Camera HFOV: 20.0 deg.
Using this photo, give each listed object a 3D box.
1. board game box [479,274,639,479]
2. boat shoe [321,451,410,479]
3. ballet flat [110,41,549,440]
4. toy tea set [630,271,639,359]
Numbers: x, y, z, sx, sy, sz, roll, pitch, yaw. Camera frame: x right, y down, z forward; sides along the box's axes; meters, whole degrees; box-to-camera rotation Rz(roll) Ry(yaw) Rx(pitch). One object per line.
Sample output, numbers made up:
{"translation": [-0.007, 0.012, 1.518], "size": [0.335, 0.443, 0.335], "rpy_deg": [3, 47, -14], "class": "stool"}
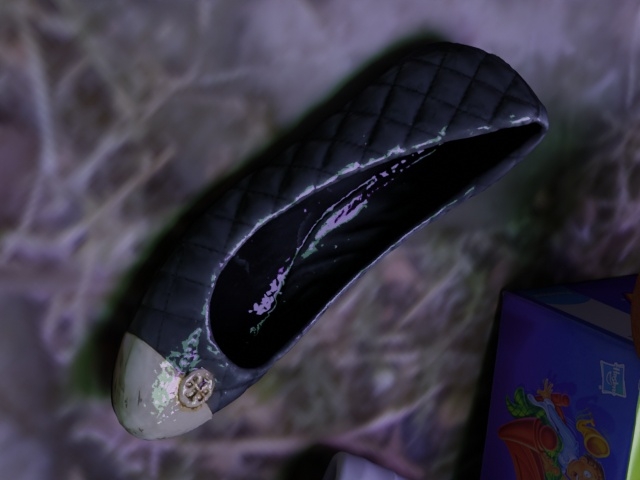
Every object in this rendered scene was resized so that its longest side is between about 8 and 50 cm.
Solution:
{"translation": [0.166, 0.185, 0.775], "size": [0.233, 0.078, 0.347], "rpy_deg": [-6, 110, -36], "class": "board game box"}
{"translation": [-0.033, 0.196, 0.665], "size": [0.084, 0.095, 0.258], "rpy_deg": [33, 84, -4], "class": "boat shoe"}
{"translation": [0.000, 0.000, 0.584], "size": [0.173, 0.049, 0.057], "rpy_deg": [-45, 135, -8], "class": "ballet flat"}
{"translation": [0.262, -0.014, 0.663], "size": [0.336, 0.124, 0.200], "rpy_deg": [-46, 117, -27], "class": "toy tea set"}
